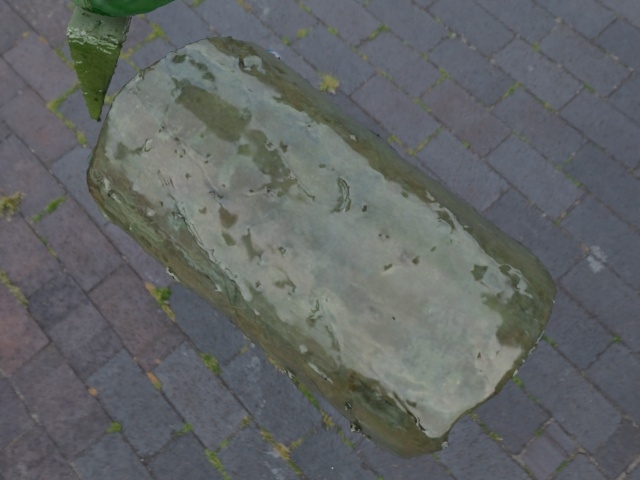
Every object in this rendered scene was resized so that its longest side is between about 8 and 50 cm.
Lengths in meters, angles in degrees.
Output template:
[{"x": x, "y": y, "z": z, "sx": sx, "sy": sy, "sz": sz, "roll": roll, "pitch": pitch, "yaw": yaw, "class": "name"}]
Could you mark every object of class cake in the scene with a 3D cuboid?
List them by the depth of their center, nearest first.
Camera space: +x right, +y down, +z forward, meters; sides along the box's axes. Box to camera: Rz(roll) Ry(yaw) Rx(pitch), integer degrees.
[{"x": -0.445, "y": -0.342, "z": 1.154, "sx": 0.099, "sy": 0.235, "sz": 0.100, "roll": 17, "pitch": 55, "yaw": -22, "class": "cake"}]

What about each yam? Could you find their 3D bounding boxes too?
[{"x": 0.000, "y": 0.000, "z": 0.391, "sx": 0.268, "sy": 0.161, "sz": 0.161, "roll": 38, "pitch": 74, "yaw": 8, "class": "yam"}]

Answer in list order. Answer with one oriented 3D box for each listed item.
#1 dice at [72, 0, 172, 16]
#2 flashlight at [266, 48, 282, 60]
[{"x": -0.326, "y": -0.556, "z": 0.922, "sx": 0.287, "sy": 0.300, "sz": 0.297, "roll": -40, "pitch": 77, "yaw": -17, "class": "dice"}, {"x": -0.122, "y": -0.341, "z": 1.262, "sx": 0.051, "sy": 0.051, "sz": 0.129, "roll": 33, "pitch": 108, "yaw": 13, "class": "flashlight"}]
